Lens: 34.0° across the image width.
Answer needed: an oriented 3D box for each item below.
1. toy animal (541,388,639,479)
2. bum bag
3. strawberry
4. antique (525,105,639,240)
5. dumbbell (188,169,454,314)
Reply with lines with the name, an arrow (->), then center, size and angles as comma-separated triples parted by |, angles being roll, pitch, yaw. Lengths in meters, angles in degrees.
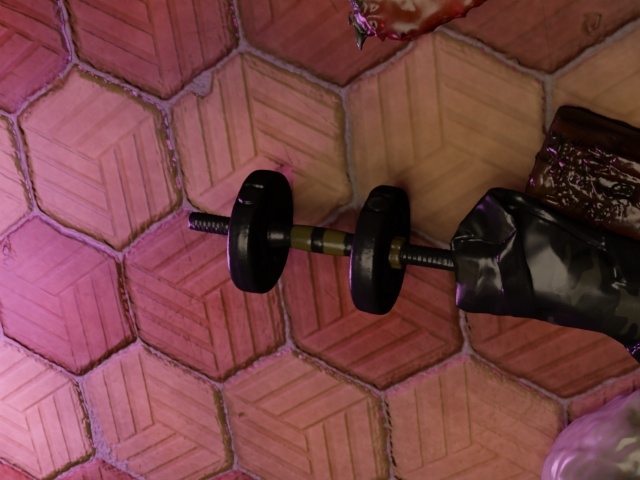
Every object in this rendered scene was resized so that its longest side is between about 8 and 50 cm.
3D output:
toy animal -> 0.355, 0.299, 1.151 | 0.308, 0.188, 0.266 | -15, 98, 31
bum bag -> 0.298, 0.050, 1.094 | 0.341, 0.095, 0.144 | 17, 119, -1
strawberry -> 0.111, -0.302, 1.016 | 0.228, 0.098, 0.174 | -25, 103, 27
antique -> 0.360, -0.035, 1.037 | 0.310, 0.093, 0.087 | 24, 120, 12
dumbbell -> 0.000, 0.000, 1.174 | 0.326, 0.143, 0.143 | 9, 116, 19
